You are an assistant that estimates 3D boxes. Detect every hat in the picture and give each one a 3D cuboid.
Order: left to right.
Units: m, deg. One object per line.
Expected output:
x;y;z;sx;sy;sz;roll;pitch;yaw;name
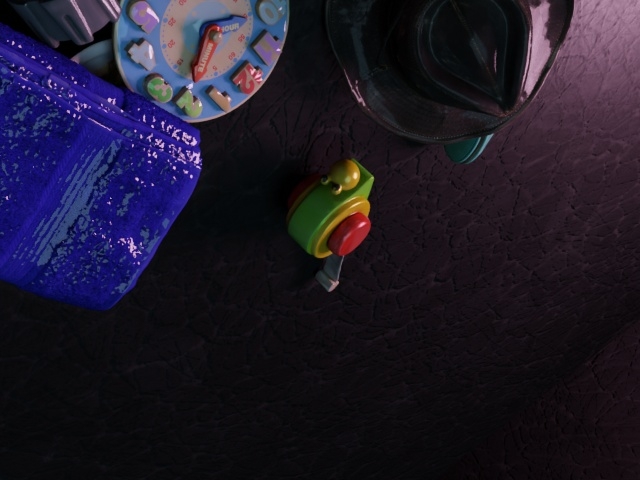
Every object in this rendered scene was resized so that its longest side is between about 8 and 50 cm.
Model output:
0.173;-0.229;0.916;0.331;0.134;0.331;-8;127;-10;hat

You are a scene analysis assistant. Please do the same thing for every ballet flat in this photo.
0.226;-0.206;1.109;0.087;0.083;0.247;-30;147;-18;ballet flat

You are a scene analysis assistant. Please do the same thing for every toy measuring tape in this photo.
0.000;0.000;1.163;0.121;0.121;0.330;-18;152;-20;toy measuring tape

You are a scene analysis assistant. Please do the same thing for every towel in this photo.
-0.262;-0.059;0.741;0.308;0.076;0.227;27;93;-49;towel

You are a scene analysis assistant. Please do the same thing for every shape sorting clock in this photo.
-0.116;-0.217;0.824;0.206;0.040;0.206;-29;139;-28;shape sorting clock

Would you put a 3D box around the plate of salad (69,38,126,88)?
-0.218;-0.116;0.850;0.200;0.048;0.200;-40;148;-32;plate of salad

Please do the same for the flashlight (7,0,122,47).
-0.252;-0.281;0.615;0.103;0.103;0.304;-34;145;-4;flashlight
